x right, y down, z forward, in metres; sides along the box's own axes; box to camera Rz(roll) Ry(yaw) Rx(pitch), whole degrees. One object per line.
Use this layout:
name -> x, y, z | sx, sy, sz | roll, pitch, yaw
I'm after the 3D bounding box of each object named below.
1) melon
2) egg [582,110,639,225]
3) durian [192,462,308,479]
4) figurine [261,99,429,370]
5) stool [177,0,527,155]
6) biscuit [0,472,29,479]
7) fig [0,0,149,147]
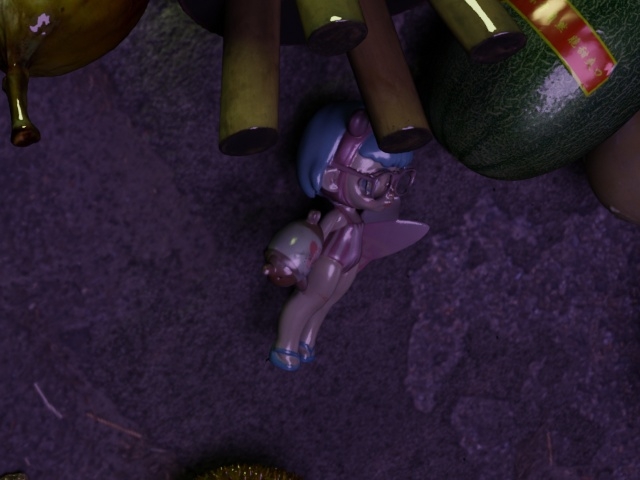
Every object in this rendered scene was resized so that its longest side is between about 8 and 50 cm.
melon -> 0.218, -0.175, 1.646 | 0.287, 0.182, 0.182 | -42, 124, -6
egg -> 0.342, -0.096, 1.756 | 0.201, 0.164, 0.164 | -33, 123, -19
durian -> -0.067, 0.280, 1.736 | 0.168, 0.137, 0.158 | -36, 144, 2
figurine -> -0.006, -0.006, 1.646 | 0.205, 0.103, 0.260 | -6, 121, -52
stool -> 0.017, -0.192, 1.468 | 0.272, 0.178, 0.272 | -13, 159, -5
biscuit -> -0.286, 0.327, 1.706 | 0.131, 0.025, 0.231 | -29, 122, -13
fig -> -0.213, -0.175, 1.398 | 0.145, 0.274, 0.170 | -15, 134, 21
